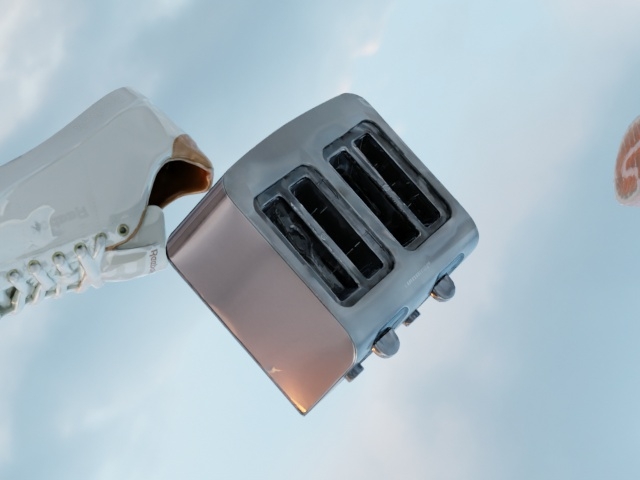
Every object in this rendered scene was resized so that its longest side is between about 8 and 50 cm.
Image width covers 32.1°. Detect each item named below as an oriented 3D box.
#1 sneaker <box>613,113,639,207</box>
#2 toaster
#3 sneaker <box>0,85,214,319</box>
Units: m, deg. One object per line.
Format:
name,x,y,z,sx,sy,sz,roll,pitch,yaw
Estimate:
sneaker,0.345,-0.078,0.899,0.302,0.121,0.108,141,-43,-83
toaster,0.000,0.000,0.789,0.168,0.186,0.110,-38,175,-42
sneaker,-0.186,0.001,0.812,0.290,0.123,0.106,-47,167,-31
